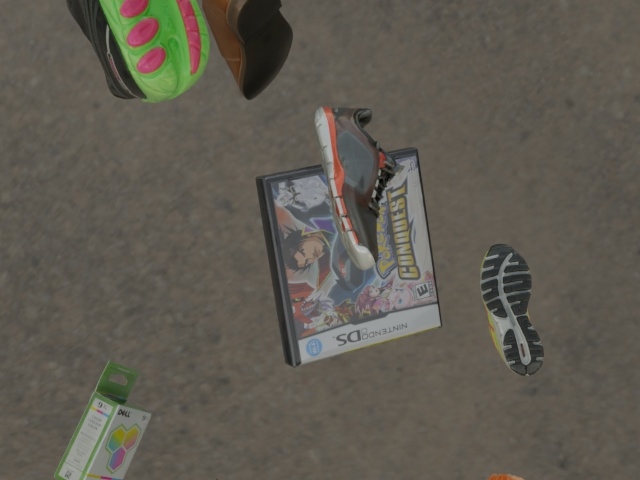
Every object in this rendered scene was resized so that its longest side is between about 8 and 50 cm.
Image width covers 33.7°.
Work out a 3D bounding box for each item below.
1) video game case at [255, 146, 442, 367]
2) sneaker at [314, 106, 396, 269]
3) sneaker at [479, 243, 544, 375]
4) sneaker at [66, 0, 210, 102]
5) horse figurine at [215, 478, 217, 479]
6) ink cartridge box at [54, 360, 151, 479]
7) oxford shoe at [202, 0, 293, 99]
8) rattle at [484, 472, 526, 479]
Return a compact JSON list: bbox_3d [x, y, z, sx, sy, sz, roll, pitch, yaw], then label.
[{"bbox_3d":[0.046,0.021,1.524,0.248,0.035,0.275,-13,100,-22],"label":"video game case"},{"bbox_3d":[0.038,-0.052,0.913,0.064,0.061,0.158,-11,69,-3],"label":"sneaker"},{"bbox_3d":[0.290,0.110,1.666,0.081,0.094,0.209,-8,86,-4],"label":"sneaker"},{"bbox_3d":[-0.309,-0.420,1.484,0.185,0.202,0.483,-11,86,-40],"label":"sneaker"},{"bbox_3d":[-0.191,0.506,1.673,0.174,0.066,0.263,27,56,27],"label":"horse figurine"},{"bbox_3d":[-0.350,0.316,1.764,0.062,0.109,0.209,20,81,26],"label":"ink cartridge box"},{"bbox_3d":[-0.079,-0.217,1.079,0.076,0.212,0.076,39,75,16],"label":"oxford shoe"},{"bbox_3d":[0.159,0.167,0.405,0.130,0.143,0.199,-43,127,8],"label":"rattle"}]
